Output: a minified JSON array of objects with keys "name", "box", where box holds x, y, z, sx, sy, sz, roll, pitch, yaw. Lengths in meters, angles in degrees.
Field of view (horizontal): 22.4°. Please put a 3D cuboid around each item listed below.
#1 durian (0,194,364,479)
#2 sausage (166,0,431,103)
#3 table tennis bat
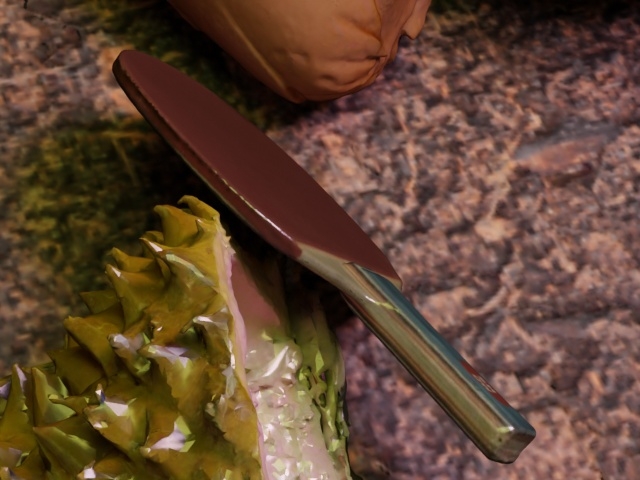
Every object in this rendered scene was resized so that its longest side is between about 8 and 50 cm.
[{"name":"durian","box":[-0.084,0.129,0.674,0.195,0.185,0.305,-13,66,7]},{"name":"sausage","box":[-0.070,-0.197,0.874,0.304,0.121,0.121,42,58,13]},{"name":"table tennis bat","box":[0.000,0.000,0.752,0.021,0.154,0.274,-49,63,11]}]
